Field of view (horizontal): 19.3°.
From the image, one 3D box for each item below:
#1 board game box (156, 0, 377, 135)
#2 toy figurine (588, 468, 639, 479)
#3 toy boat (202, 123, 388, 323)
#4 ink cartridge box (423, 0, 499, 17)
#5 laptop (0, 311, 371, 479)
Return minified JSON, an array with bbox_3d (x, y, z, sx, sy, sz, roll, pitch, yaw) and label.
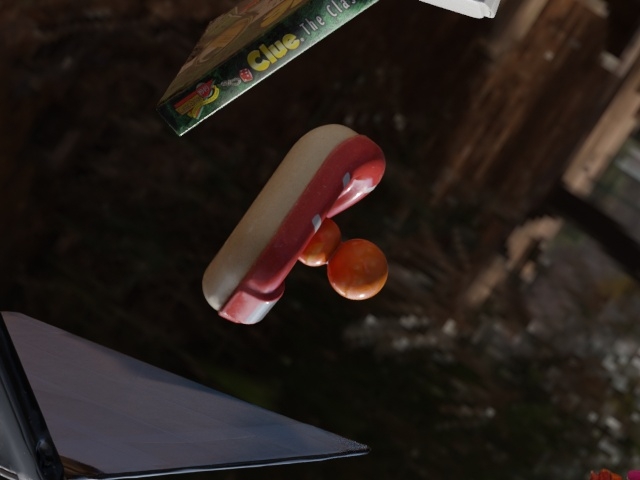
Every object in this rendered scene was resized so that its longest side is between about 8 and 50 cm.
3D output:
[{"bbox_3d":[0.013,-0.168,1.199,0.260,0.030,0.136,-32,-159,27],"label":"board game box"},{"bbox_3d":[0.171,0.188,1.148,0.130,0.159,0.173,62,34,-47],"label":"toy figurine"},{"bbox_3d":[0.000,0.000,1.828,0.231,0.151,0.151,-56,-177,-33],"label":"toy boat"},{"bbox_3d":[0.104,-0.360,1.686,0.115,0.198,0.273,-1,110,-82],"label":"ink cartridge box"},{"bbox_3d":[-0.223,-0.006,1.177,0.236,0.382,0.408,-40,129,-33],"label":"laptop"}]
